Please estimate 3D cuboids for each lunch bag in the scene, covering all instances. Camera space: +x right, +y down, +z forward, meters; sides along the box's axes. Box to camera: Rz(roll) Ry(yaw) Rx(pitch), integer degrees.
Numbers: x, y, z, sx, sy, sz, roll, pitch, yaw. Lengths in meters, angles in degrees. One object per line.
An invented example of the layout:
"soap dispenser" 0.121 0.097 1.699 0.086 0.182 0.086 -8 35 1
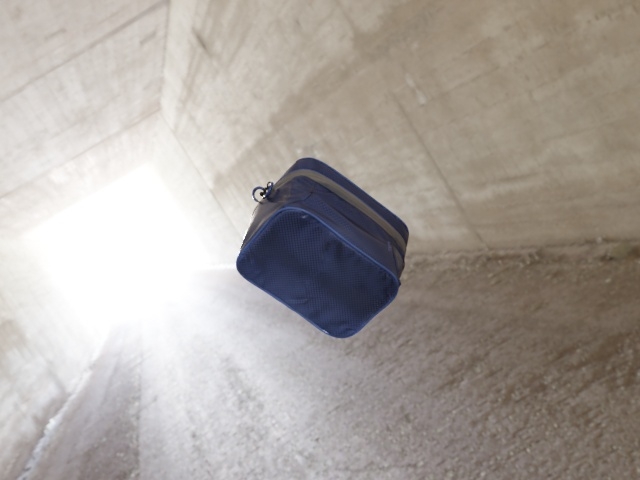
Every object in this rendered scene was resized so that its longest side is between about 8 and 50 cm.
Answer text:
"lunch bag" 0.000 0.000 0.453 0.067 0.098 0.065 -44 16 33
